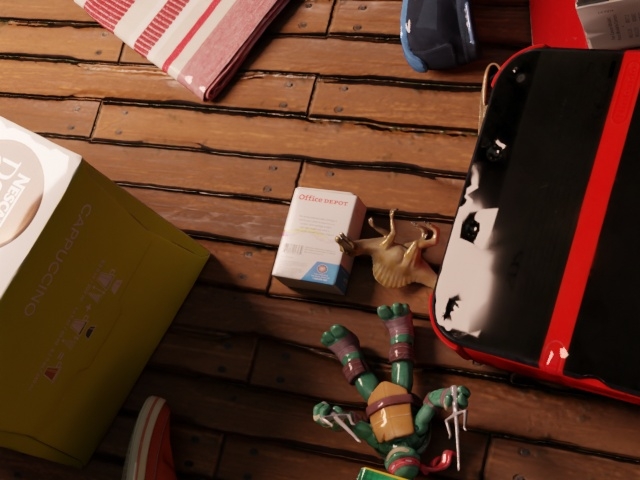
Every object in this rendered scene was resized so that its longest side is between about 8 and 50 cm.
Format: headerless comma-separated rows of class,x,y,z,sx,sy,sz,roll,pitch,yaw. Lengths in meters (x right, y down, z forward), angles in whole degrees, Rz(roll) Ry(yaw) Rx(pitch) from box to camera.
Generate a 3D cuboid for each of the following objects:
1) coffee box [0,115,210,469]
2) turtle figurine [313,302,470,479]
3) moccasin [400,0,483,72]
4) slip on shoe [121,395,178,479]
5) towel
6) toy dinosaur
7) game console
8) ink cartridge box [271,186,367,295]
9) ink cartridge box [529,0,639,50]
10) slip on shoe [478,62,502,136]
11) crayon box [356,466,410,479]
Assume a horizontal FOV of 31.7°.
coffee box,-0.408,0.043,1.407,0.334,0.338,0.338,26,81,26
turtle figurine,0.078,0.190,1.296,0.175,0.118,0.234,-12,48,-3
moccasin,0.181,-0.385,1.485,0.116,0.137,0.342,3,85,17
slip on shoe,-0.192,0.350,1.352,0.101,0.123,0.331,3,62,-13
towel,-0.199,-0.371,1.660,0.329,0.037,0.237,38,89,30
toy dinosaur,0.109,0.021,1.390,0.183,0.053,0.093,26,83,4
game console,0.305,-0.030,1.246,0.342,0.060,0.387,12,82,38
ink cartridge box,0.000,0.000,1.433,0.088,0.052,0.122,9,75,23
ink cartridge box,0.379,-0.402,1.401,0.271,0.130,0.310,-8,68,18
slip on shoe,0.223,-0.159,1.416,0.051,0.041,0.135,-1,70,20
crayon box,0.179,0.324,1.179,0.278,0.165,0.081,12,75,25
